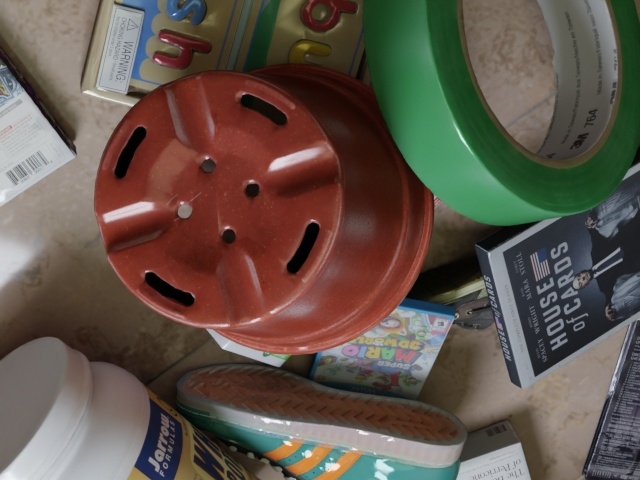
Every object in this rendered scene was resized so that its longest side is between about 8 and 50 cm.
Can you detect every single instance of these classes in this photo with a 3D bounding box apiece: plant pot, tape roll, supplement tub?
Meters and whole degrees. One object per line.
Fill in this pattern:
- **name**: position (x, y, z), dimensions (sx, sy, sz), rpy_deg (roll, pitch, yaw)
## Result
- **plant pot**: position (-0.056, -0.030, 1.302), dimensions (0.272, 0.265, 0.272), rpy_deg (0, 90, 12)
- **tape roll**: position (0.175, -0.176, 1.394), dimensions (0.321, 0.077, 0.321), rpy_deg (11, 75, -44)
- **supplement tub**: position (-0.204, 0.262, 1.498), dimensions (0.228, 0.228, 0.316), rpy_deg (-43, 118, 7)

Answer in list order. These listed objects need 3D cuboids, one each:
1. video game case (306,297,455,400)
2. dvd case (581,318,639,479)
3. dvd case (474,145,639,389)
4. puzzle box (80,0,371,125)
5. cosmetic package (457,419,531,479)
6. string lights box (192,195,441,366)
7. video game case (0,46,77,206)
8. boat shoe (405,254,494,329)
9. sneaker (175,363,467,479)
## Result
- **video game case**: position (0.059, 0.110, 1.565), dimensions (0.119, 0.015, 0.166), rpy_deg (10, 141, -6)
- **dvd case**: position (0.397, 0.177, 1.704), dimensions (0.164, 0.018, 0.221), rpy_deg (10, 109, -12)
- **dvd case**: position (0.276, 0.023, 1.569), dimensions (0.238, 0.029, 0.179), rpy_deg (-30, 123, -18)
- **puzzle box**: position (-0.045, -0.298, 1.427), dimensions (0.272, 0.052, 0.409), rpy_deg (12, 108, -15)
- **cosmetic package**: position (0.111, 0.286, 1.670), dimensions (0.239, 0.060, 0.099), rpy_deg (-19, 113, -3)
- **string lights box**: position (0.000, 0.000, 1.499), dimensions (0.260, 0.077, 0.133), rpy_deg (-46, 155, 9)
- **video game case**: position (-0.384, -0.102, 1.443), dimensions (0.232, 0.042, 0.210), rpy_deg (-34, 111, 3)
- **boat shoe**: position (0.160, 0.058, 1.583), dimensions (0.223, 0.080, 0.073), rpy_deg (-23, 108, -6)
- **sneaker**: position (-0.008, 0.216, 1.577), dimensions (0.302, 0.108, 0.121), rpy_deg (13, 114, 3)
